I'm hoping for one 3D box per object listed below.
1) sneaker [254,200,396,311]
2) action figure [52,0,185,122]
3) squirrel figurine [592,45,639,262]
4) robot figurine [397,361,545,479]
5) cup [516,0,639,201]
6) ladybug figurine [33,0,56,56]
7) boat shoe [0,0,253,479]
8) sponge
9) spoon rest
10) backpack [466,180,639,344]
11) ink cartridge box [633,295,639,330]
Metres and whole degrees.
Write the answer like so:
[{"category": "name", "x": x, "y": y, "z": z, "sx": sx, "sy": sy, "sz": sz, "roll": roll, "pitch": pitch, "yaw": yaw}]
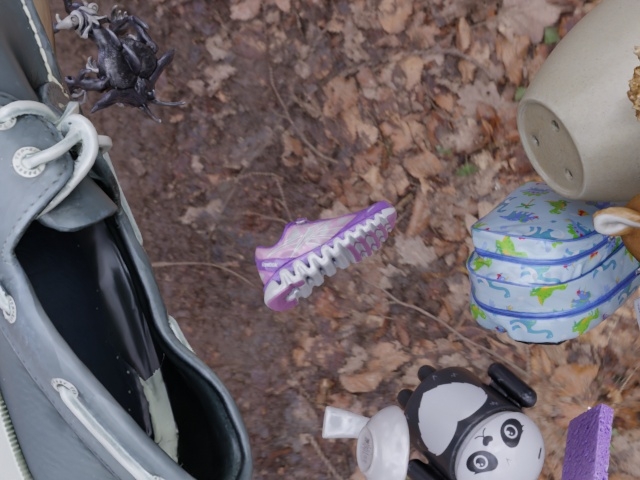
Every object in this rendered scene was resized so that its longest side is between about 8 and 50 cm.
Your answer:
[{"category": "sneaker", "x": 0.000, "y": 0.000, "z": 1.233, "sx": 0.236, "sy": 0.095, "sz": 0.104, "roll": -32, "pitch": 63, "yaw": -4}, {"category": "action figure", "x": -0.301, "y": -0.253, "z": 1.089, "sx": 0.275, "sy": 0.141, "sz": 0.164, "roll": 49, "pitch": 60, "yaw": -7}, {"category": "squirrel figurine", "x": 0.496, "y": -0.062, "z": 0.946, "sx": 0.281, "sy": 0.370, "sz": 0.396, "roll": -22, "pitch": 102, "yaw": -18}, {"category": "robot figurine", "x": 0.251, "y": 0.323, "z": 1.423, "sx": 0.278, "sy": 0.174, "sz": 0.209, "roll": 37, "pitch": 124, "yaw": 52}, {"category": "cup", "x": 0.435, "y": -0.188, "z": 1.232, "sx": 0.237, "sy": 0.331, "sz": 0.331, "roll": -27, "pitch": 71, "yaw": -9}, {"category": "ladybug figurine", "x": -0.288, "y": -0.042, "z": 0.591, "sx": 0.305, "sy": 0.162, "sz": 0.449, "roll": -26, "pitch": 66, "yaw": 56}, {"category": "boat shoe", "x": -0.112, "y": -0.019, "z": 0.352, "sx": 0.099, "sy": 0.116, "sz": 0.319, "roll": -11, "pitch": 102, "yaw": 30}, {"category": "sponge", "x": 0.481, "y": 0.409, "z": 1.512, "sx": 0.031, "sy": 0.117, "sz": 0.210, "roll": 23, "pitch": 55, "yaw": -5}, {"category": "spoon rest", "x": 0.085, "y": 0.316, "z": 1.316, "sx": 0.084, "sy": 0.276, "sz": 0.137, "roll": 7, "pitch": 89, "yaw": -19}, {"category": "backpack", "x": 0.391, "y": 0.028, "z": 1.400, "sx": 0.290, "sy": 0.273, "sz": 0.355, "roll": 20, "pitch": 52, "yaw": 39}, {"category": "ink cartridge box", "x": 0.566, "y": 0.130, "z": 1.168, "sx": 0.203, "sy": 0.086, "sz": 0.148, "roll": -12, "pitch": 77, "yaw": 4}]
